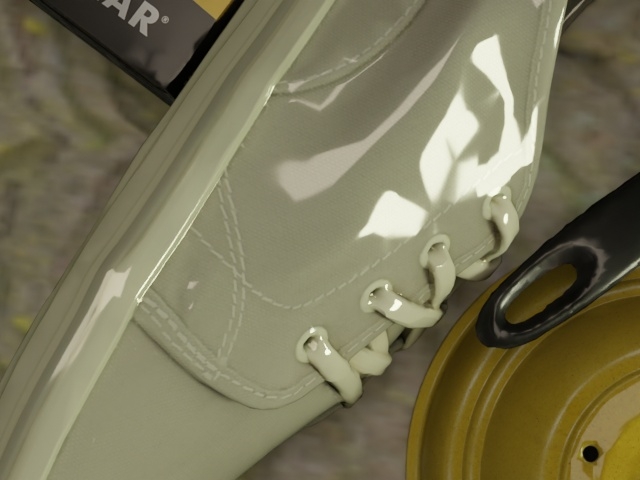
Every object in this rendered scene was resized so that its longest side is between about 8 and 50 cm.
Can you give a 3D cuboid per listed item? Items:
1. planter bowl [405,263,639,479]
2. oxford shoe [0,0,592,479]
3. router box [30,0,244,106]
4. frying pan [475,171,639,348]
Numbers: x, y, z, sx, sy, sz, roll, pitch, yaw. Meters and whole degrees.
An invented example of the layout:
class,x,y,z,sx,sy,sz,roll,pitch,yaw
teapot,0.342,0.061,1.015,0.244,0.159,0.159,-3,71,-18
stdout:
class,x,y,z,sx,sy,sz,roll,pitch,yaw
planter bowl,0.141,0.098,0.490,0.217,0.090,0.217,-1,84,6
oxford shoe,0.000,0.000,0.481,0.130,0.169,0.449,32,83,6
router box,-0.106,-0.240,0.554,0.309,0.081,0.243,36,88,8
frying pan,0.223,-0.050,0.505,0.197,0.053,0.326,30,83,4
